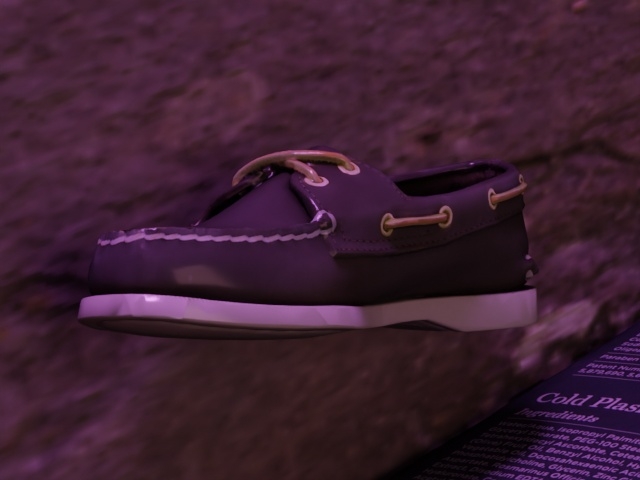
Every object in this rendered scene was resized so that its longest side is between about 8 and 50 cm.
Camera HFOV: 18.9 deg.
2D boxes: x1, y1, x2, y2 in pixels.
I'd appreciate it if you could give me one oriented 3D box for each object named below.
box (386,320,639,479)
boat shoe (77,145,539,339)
[{"bbox_3d":[0.187,0.222,0.825,0.312,0.179,0.343,-27,112,-41],"label":"box"},{"bbox_3d":[0.000,0.000,0.696,0.228,0.081,0.068,0,90,-52],"label":"boat shoe"}]
